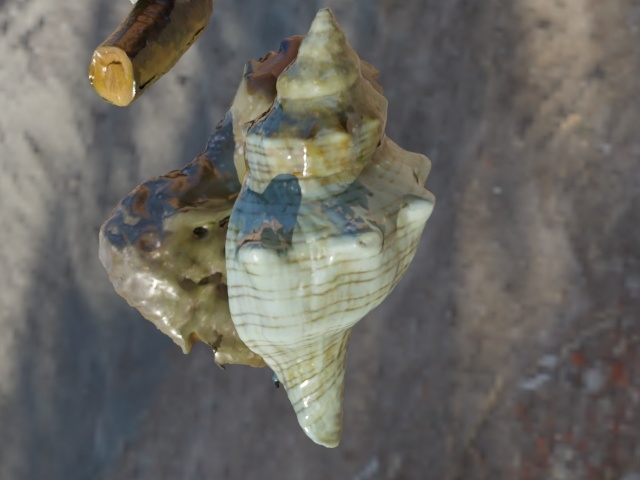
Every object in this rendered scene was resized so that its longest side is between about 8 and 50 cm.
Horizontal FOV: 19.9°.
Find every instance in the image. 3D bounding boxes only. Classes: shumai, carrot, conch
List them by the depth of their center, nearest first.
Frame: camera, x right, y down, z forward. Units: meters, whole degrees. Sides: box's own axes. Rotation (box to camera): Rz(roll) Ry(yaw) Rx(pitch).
[{"bbox_3d":[0.008,-0.001,1.545,0.169,0.203,0.386,1,100,53],"label":"conch"},{"bbox_3d":[-0.033,-0.036,1.841,0.283,0.346,0.217,-52,51,27],"label":"shumai"},{"bbox_3d":[-0.186,-0.226,2.022,0.173,0.082,0.082,-50,1,-38],"label":"carrot"}]

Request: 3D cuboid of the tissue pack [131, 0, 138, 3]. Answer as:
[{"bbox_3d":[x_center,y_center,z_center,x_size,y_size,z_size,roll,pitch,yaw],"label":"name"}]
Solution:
[{"bbox_3d":[-0.192,-0.356,2.048,0.148,0.099,0.106,-45,-3,-5],"label":"tissue pack"}]
